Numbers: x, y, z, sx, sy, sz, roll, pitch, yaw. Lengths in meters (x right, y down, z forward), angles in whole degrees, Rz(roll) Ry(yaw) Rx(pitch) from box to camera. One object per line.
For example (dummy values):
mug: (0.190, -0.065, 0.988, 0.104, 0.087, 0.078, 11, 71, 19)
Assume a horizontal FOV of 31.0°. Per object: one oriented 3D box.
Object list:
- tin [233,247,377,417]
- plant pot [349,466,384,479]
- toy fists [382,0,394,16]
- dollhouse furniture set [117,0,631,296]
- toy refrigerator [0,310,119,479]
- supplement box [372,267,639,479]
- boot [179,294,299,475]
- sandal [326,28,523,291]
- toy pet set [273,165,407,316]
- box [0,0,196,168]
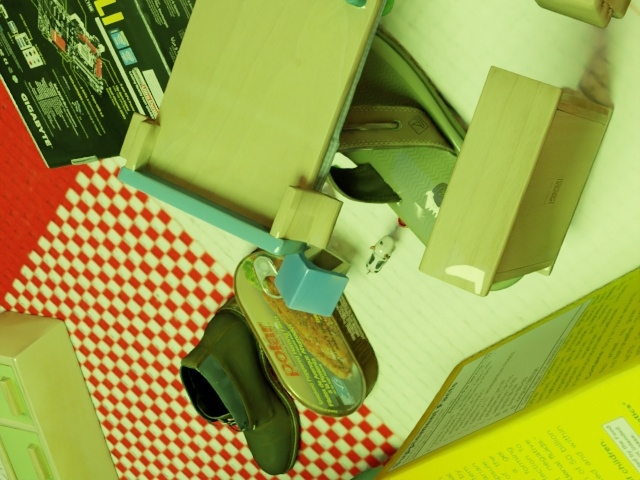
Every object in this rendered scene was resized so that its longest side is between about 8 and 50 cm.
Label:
tin: (-0.014, 0.086, 1.124, 0.106, 0.040, 0.189, -16, 109, 36)
plant pot: (0.037, 0.401, 1.024, 0.341, 0.334, 0.341, 19, 128, 26)
toy fists: (-0.003, -0.292, 0.829, 0.142, 0.096, 0.279, 14, 128, 36)
dollhouse furniture set: (0.046, -0.130, 0.830, 0.303, 0.198, 0.286, 23, 101, 20)
toy refrigerator: (-0.338, 0.227, 1.398, 0.102, 0.094, 0.269, 6, 121, 32)
supplement box: (0.242, 0.156, 0.885, 0.195, 0.194, 0.356, 50, 134, -4)
boot: (-0.088, 0.174, 1.183, 0.082, 0.106, 0.219, 4, 120, 33)
sandal: (0.052, -0.073, 0.935, 0.303, 0.086, 0.120, 44, 133, 6)
toy pet set: (0.000, 0.000, 1.014, 0.122, 0.065, 0.114, 32, 113, 13)
box: (-0.220, -0.227, 1.000, 0.257, 0.079, 0.322, -6, 115, 47)
